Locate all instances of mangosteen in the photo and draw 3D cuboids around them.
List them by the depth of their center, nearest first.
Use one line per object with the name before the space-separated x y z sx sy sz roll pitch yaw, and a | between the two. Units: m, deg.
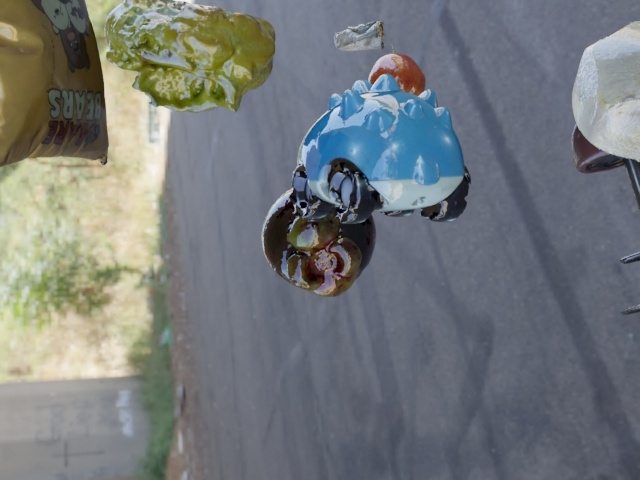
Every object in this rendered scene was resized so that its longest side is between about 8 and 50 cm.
mangosteen | 0.000 0.000 1.609 0.210 0.209 0.210 179 90 -74

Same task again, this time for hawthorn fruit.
hawthorn fruit | 0.167 -0.353 2.057 0.125 0.125 0.140 -136 54 -67

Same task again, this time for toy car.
toy car | 0.074 -0.117 1.229 0.255 0.188 0.190 -173 81 -67

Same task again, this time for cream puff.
cream puff | -0.216 -0.300 1.563 0.282 0.281 0.185 -132 52 -66

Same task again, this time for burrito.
burrito | 0.076 -0.363 1.693 0.149 0.055 0.041 7 77 57

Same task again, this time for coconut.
coconut | 0.543 -0.258 1.601 0.230 0.227 0.227 78 -177 -65

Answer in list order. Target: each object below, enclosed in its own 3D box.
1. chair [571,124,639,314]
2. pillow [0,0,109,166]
chair | 0.643 -0.072 1.862 0.226 0.226 0.401 138 119 -69
pillow | -0.367 -0.244 1.207 0.310 0.119 0.313 -38 -62 -80
